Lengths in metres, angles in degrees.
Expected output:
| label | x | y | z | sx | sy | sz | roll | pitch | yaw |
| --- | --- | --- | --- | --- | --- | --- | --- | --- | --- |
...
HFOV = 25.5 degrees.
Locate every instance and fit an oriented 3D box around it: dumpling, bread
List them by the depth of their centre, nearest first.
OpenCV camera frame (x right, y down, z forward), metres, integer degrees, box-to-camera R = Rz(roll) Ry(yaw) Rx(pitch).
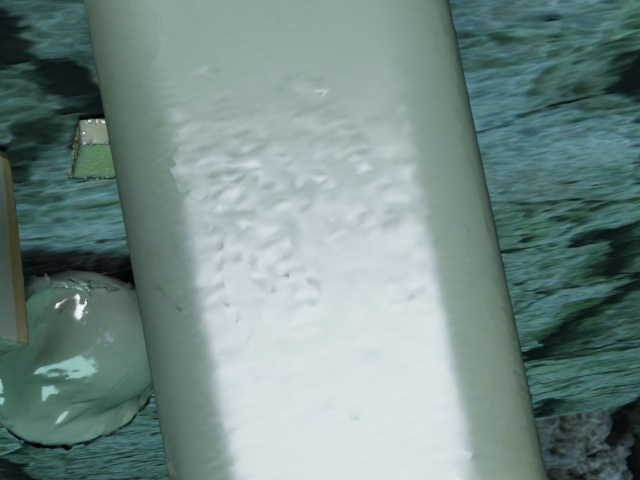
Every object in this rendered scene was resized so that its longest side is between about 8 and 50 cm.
| label | x | y | z | sx | sy | sz | roll | pitch | yaw |
| --- | --- | --- | --- | --- | --- | --- | --- | --- | --- |
| bread | -0.102 | -0.067 | 1.008 | 0.153 | 0.028 | 0.068 | -3 | 162 | -17 |
| dumpling | -0.229 | 0.112 | 1.306 | 0.142 | 0.173 | 0.247 | 17 | 173 | 34 |

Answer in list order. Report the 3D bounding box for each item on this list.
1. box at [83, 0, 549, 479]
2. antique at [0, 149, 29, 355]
| label | x | y | z | sx | sy | sz | roll | pitch | yaw |
| --- | --- | --- | --- | --- | --- | --- | --- | --- | --- |
| box | 0.000 | 0.000 | 0.735 | 0.177 | 0.344 | 0.352 | -12 | 163 | 0 |
| antique | -0.290 | 0.013 | 0.956 | 0.146 | 0.152 | 0.148 | -19 | 159 | 24 |
